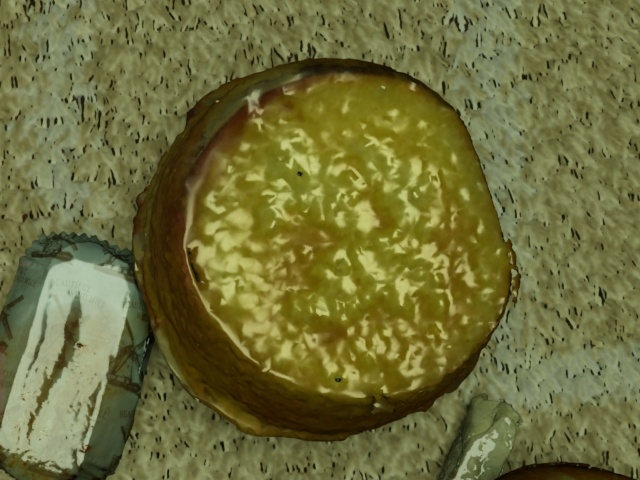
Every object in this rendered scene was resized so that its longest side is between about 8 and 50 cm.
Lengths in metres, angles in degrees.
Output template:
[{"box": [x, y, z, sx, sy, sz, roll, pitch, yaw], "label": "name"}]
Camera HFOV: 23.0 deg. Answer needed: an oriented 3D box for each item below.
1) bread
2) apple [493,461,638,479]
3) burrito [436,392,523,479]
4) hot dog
[{"box": [0.000, 0.000, 1.554, 0.398, 0.215, 0.398, 3, 77, -14], "label": "bread"}, {"box": [0.238, 0.410, 1.498, 0.374, 0.384, 0.374, 8, 107, 28], "label": "apple"}, {"box": [0.140, 0.266, 1.624, 0.063, 0.058, 0.230, 27, 79, -5], "label": "burrito"}, {"box": [-0.255, 0.124, 1.577, 0.162, 0.082, 0.270, 17, 81, -13], "label": "hot dog"}]
